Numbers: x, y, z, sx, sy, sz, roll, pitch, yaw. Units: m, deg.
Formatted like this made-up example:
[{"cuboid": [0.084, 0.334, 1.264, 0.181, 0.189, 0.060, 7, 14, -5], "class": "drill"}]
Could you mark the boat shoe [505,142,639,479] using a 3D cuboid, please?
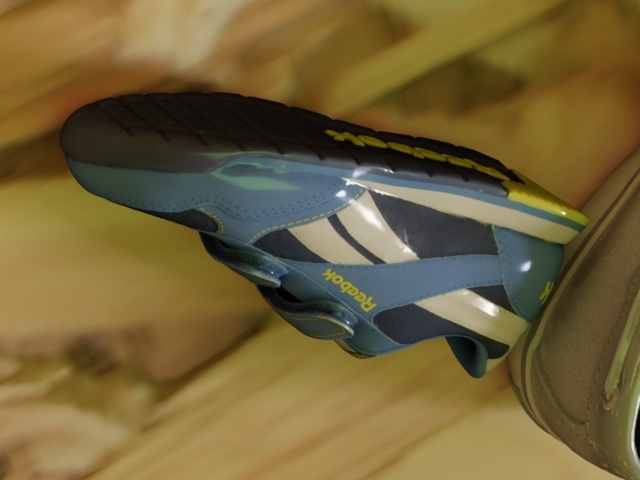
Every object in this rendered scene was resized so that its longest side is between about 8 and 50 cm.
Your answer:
[{"cuboid": [0.140, -0.028, 0.529, 0.079, 0.081, 0.227, 32, 96, -28], "class": "boat shoe"}]

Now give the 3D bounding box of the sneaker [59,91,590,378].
[{"cuboid": [0.000, 0.000, 0.504, 0.144, 0.053, 0.059, 14, 107, -24], "class": "sneaker"}]
